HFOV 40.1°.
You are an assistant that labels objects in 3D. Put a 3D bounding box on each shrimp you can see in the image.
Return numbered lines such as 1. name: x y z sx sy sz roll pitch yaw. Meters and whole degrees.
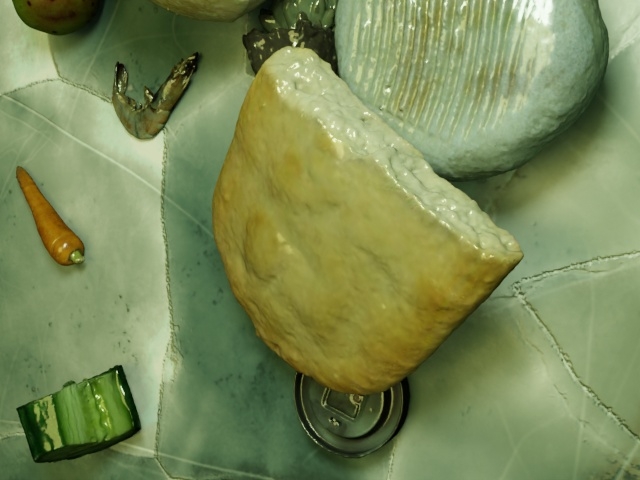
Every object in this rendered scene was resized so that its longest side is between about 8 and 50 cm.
1. shrimp: -0.295 -0.276 1.510 0.148 0.035 0.195 49 112 22

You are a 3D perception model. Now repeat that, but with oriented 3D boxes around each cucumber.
1. cucumber: -0.418 0.299 1.495 0.191 0.191 0.130 -30 76 25

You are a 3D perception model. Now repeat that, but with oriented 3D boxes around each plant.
1. plant: -0.037 -0.282 1.312 0.132 0.129 0.194 -1 92 29

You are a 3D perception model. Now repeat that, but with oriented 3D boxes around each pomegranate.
1. pomegranate: -0.475 -0.439 1.550 0.205 0.159 0.159 -3 88 53

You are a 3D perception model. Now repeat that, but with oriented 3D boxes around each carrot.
1. carrot: -0.509 -0.043 1.613 0.061 0.061 0.256 -50 65 19

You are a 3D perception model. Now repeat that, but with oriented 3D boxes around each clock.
1. clock: 0.047 0.230 1.314 0.184 0.040 0.184 -1 87 29

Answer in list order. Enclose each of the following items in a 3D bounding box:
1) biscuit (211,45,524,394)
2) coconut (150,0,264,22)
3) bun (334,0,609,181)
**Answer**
1. biscuit: -0.001 0.000 1.186 0.429 0.104 0.446 50 134 15
2. coconut: -0.148 -0.499 1.237 0.405 0.404 0.404 0 90 29
3. bun: 0.191 -0.254 1.137 0.362 0.211 0.362 6 102 32
